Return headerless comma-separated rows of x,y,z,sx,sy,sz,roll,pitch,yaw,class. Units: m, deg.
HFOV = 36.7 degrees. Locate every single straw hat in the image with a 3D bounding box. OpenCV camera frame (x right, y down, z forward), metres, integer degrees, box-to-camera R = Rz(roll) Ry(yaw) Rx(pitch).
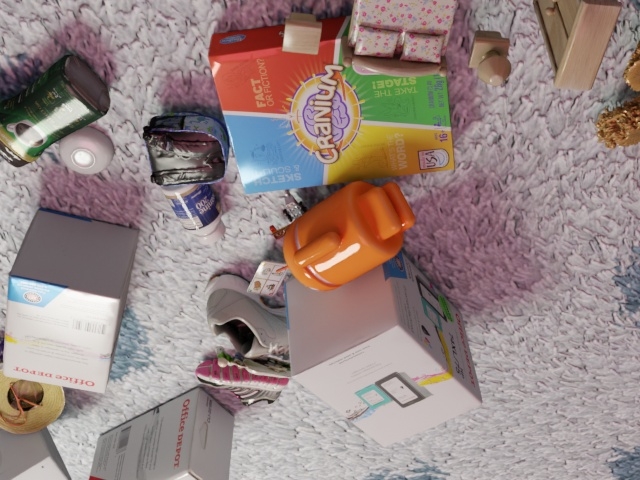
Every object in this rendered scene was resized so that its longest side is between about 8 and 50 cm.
-0.520,0.266,1.707,0.144,0.061,0.144,-1,111,-4,straw hat

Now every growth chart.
-0.072,0.218,1.670,0.237,0.172,0.021,11,91,-14,growth chart

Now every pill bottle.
-0.192,-0.053,1.489,0.067,0.067,0.120,-15,128,14,pill bottle

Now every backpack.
-0.190,-0.138,1.406,0.114,0.084,0.105,1,129,6,backpack

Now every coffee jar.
-0.397,-0.181,1.378,0.184,0.079,0.096,-27,127,21,coffee jar

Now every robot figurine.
0.035,-0.004,1.426,0.219,0.158,0.128,-31,123,33,robot figurine

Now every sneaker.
-0.088,0.167,1.638,0.262,0.121,0.099,28,126,-20,sneaker
-0.147,0.265,1.760,0.170,0.063,0.075,9,124,-12,sneaker

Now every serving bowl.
-0.355,-0.131,1.454,0.083,0.027,0.083,0,130,1,serving bowl

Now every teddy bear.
0.516,-0.189,1.345,0.338,0.113,0.245,32,131,-32,teddy bear

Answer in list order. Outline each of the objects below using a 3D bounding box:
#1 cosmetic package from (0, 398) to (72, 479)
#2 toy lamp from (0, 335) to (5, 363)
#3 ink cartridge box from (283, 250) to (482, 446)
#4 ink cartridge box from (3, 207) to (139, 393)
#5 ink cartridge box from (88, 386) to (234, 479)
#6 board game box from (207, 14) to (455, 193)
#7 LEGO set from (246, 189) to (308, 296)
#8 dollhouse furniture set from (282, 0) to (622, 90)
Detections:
-0.593,0.423,1.752,0.224,0.224,0.138,-31,131,-14,cosmetic package
-0.664,0.227,1.737,0.274,0.080,0.080,-16,128,12,toy lamp
0.101,0.166,1.560,0.197,0.198,0.270,-29,133,21,ink cartridge box
-0.404,0.101,1.560,0.171,0.168,0.233,13,129,-8,ink cartridge box
-0.302,0.426,1.814,0.273,0.197,0.114,-29,125,24,ink cartridge box
0.023,-0.194,1.365,0.316,0.064,0.242,-7,130,7,board game box
0.000,0.000,1.559,0.182,0.060,0.244,9,132,-22,LEGO set
0.145,-0.294,1.101,0.355,0.174,0.303,3,135,-5,dollhouse furniture set
